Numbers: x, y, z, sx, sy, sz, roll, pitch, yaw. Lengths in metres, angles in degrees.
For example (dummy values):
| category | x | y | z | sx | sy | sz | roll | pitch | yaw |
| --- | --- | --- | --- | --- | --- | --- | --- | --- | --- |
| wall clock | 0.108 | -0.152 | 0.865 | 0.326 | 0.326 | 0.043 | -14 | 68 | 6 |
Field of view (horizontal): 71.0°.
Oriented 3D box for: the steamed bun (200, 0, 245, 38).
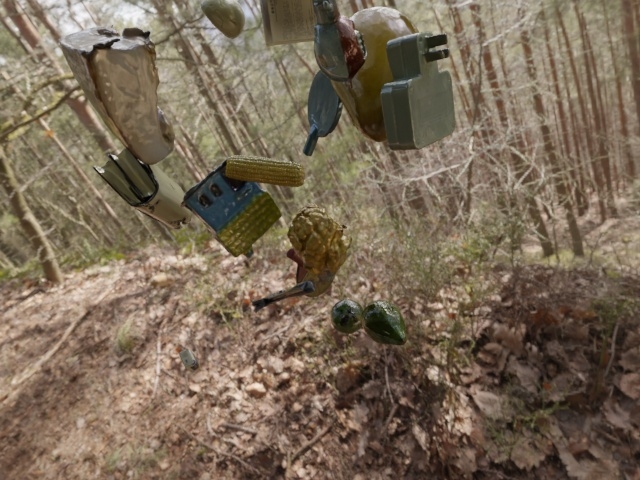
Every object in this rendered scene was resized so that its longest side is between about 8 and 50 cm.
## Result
| category | x | y | z | sx | sy | sz | roll | pitch | yaw |
| --- | --- | --- | --- | --- | --- | --- | --- | --- | --- |
| steamed bun | -0.270 | -0.648 | 1.279 | 0.091 | 0.130 | 0.112 | -37 | 20 | 19 |

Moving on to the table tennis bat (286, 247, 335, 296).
| category | x | y | z | sx | sy | sz | roll | pitch | yaw |
| --- | --- | --- | --- | --- | --- | --- | --- | --- | --- |
| table tennis bat | -0.037 | 0.112 | 1.763 | 0.038 | 0.310 | 0.200 | 25 | 79 | 38 |

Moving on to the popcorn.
| category | x | y | z | sx | sy | sz | roll | pitch | yaw |
| --- | --- | --- | --- | --- | --- | --- | --- | --- | --- |
| popcorn | 0.000 | 0.000 | 1.456 | 0.190 | 0.250 | 0.250 | -31 | 28 | 14 |

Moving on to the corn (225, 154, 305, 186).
| category | x | y | z | sx | sy | sz | roll | pitch | yaw |
| --- | --- | --- | --- | --- | --- | --- | --- | --- | --- |
| corn | -0.170 | -0.215 | 1.380 | 0.248 | 0.081 | 0.081 | 8 | 35 | 1 |

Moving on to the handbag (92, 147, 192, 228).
| category | x | y | z | sx | sy | sz | roll | pitch | yaw |
| --- | --- | --- | --- | --- | --- | --- | --- | --- | --- |
| handbag | -0.615 | -0.182 | 1.630 | 0.160 | 0.237 | 0.358 | -40 | -9 | -5 |

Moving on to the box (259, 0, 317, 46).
| category | x | y | z | sx | sy | sz | roll | pitch | yaw |
| --- | --- | --- | --- | --- | --- | --- | --- | --- | --- |
| box | -0.084 | -0.669 | 1.260 | 0.168 | 0.212 | 0.095 | -13 | 21 | -17 |

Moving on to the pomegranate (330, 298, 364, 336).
| category | x | y | z | sx | sy | sz | roll | pitch | yaw |
| --- | --- | --- | --- | --- | --- | --- | --- | --- | --- |
| pomegranate | 0.095 | 0.272 | 1.542 | 0.122 | 0.161 | 0.122 | -5 | 46 | 5 |

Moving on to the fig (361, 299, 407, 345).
| category | x | y | z | sx | sy | sz | roll | pitch | yaw |
| --- | --- | --- | --- | --- | --- | --- | --- | --- | --- |
| fig | 0.191 | 0.252 | 1.301 | 0.123 | 0.123 | 0.156 | -28 | 30 | -2 |

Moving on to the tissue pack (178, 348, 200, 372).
| category | x | y | z | sx | sy | sz | roll | pitch | yaw |
| --- | --- | --- | --- | --- | --- | --- | --- | --- | --- |
| tissue pack | -0.443 | 0.408 | 1.521 | 0.042 | 0.083 | 0.062 | -30 | 64 | -15 |

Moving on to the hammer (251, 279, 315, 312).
| category | x | y | z | sx | sy | sz | roll | pitch | yaw |
| --- | --- | --- | --- | --- | --- | --- | --- | --- | --- |
| hammer | -0.103 | 0.159 | 1.307 | 0.137 | 0.037 | 0.290 | -21 | -3 | -34 |

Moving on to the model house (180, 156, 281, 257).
| category | x | y | z | sx | sy | sz | roll | pitch | yaw |
| --- | --- | --- | --- | --- | --- | --- | --- | --- | --- |
| model house | -0.297 | -0.100 | 1.543 | 0.237 | 0.303 | 0.215 | -44 | 15 | -13 |

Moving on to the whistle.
| category | x | y | z | sx | sy | sz | roll | pitch | yaw |
| --- | --- | --- | --- | --- | --- | --- | --- | --- | --- |
| whistle | 0.031 | -0.540 | 1.112 | 0.133 | 0.346 | 0.142 | 0 | 43 | 25 |

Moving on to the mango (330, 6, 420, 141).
| category | x | y | z | sx | sy | sz | roll | pitch | yaw |
| --- | --- | --- | --- | --- | --- | --- | --- | --- | --- |
| mango | 0.169 | -0.497 | 1.346 | 0.301 | 0.220 | 0.445 | -7 | 66 | 21 |

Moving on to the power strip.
| category | x | y | z | sx | sy | sz | roll | pitch | yaw |
| --- | --- | --- | --- | --- | --- | --- | --- | --- | --- |
| power strip | 0.260 | -0.372 | 1.106 | 0.141 | 0.261 | 0.229 | 6 | 26 | 43 |

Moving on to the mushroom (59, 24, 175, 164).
| category | x | y | z | sx | sy | sz | roll | pitch | yaw |
| --- | --- | --- | --- | --- | --- | --- | --- | --- | --- |
| mushroom | -0.621 | -0.434 | 1.390 | 0.313 | 0.397 | 0.224 | 22 | 46 | 32 |

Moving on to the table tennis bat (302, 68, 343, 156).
| category | x | y | z | sx | sy | sz | roll | pitch | yaw |
| --- | --- | --- | --- | --- | --- | --- | --- | --- | --- |
| table tennis bat | 0.000 | -0.451 | 1.594 | 0.044 | 0.329 | 0.215 | -6 | 44 | -32 |
